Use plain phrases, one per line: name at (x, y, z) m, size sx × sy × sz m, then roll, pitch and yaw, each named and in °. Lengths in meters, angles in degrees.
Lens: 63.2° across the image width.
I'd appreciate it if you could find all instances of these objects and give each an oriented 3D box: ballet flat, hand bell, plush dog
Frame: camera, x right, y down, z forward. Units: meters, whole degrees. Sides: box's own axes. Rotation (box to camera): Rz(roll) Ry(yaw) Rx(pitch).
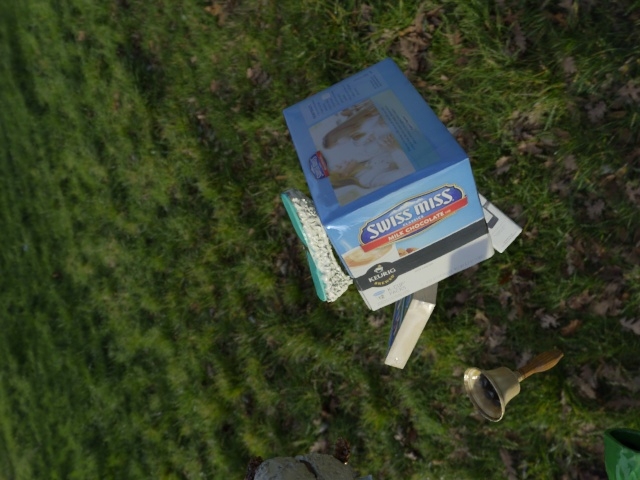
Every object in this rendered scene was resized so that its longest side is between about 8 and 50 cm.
ballet flat at (0.000, 0.000, 1.587) m, size 0.147 × 0.147 × 0.409 m, roll 9°, pitch 130°, yaw 40°
hand bell at (0.467, 0.308, 1.202) m, size 0.126 × 0.242 × 0.126 m, roll 52°, pitch 152°, yaw 43°
plush dog at (-0.037, 0.523, 1.101) m, size 0.262 × 0.225 × 0.211 m, roll 15°, pitch 84°, yaw 46°

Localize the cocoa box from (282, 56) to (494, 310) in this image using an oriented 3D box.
cocoa box at (0.103, -0.108, 0.897) m, size 0.347 × 0.231 × 0.228 m, roll -109°, pitch -8°, yaw -46°

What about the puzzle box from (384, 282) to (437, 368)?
puzzle box at (0.247, 0.086, 1.336) m, size 0.052 × 0.409 × 0.272 m, roll 16°, pitch 135°, yaw 3°

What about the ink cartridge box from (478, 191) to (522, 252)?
ink cartridge box at (0.304, -0.055, 1.020) m, size 0.150 × 0.109 × 0.063 m, roll 39°, pitch 100°, yaw -5°

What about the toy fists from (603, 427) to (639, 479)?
toy fists at (0.582, 0.427, 0.859) m, size 0.279 × 0.096 × 0.142 m, roll -160°, pitch 66°, yaw -79°
